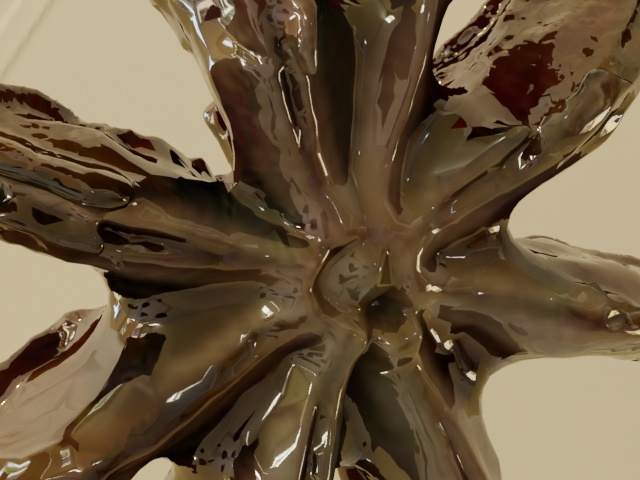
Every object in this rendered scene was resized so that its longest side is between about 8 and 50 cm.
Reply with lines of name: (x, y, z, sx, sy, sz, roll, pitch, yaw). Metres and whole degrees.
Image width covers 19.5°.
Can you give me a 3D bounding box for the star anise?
star anise: (0.000, -0.001, 0.482, 0.288, 0.088, 0.288, -11, -66, -25)
